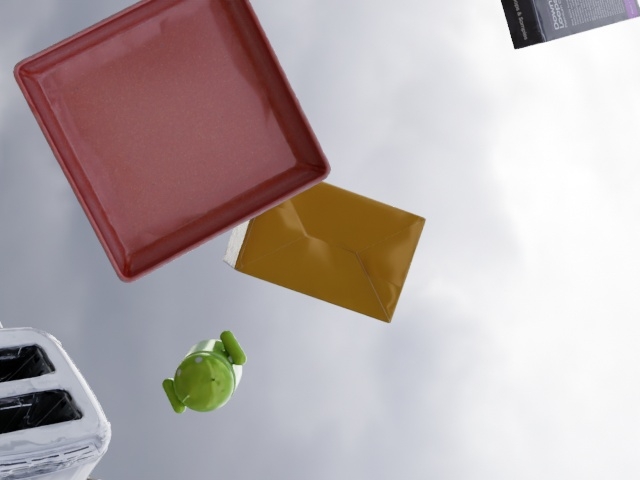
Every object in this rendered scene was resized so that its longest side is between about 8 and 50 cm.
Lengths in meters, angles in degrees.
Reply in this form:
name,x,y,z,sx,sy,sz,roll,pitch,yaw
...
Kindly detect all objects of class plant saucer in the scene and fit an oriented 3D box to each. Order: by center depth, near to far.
name,x,y,z,sx,sy,sz,roll,pitch,yaw
plant saucer,-0.157,-0.126,2.057,0.258,0.259,0.048,64,-11,-10

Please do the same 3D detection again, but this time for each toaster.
name,x,y,z,sx,sy,sz,roll,pitch,yaw
toaster,-0.255,0.146,1.344,0.146,0.227,0.129,-50,-118,31

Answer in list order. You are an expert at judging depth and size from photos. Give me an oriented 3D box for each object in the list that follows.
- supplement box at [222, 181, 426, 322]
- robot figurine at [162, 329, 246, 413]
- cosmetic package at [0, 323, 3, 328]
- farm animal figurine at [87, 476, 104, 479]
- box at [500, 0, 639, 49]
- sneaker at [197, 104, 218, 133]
name,x,y,z,sx,sy,sz,roll,pitch,yaw
supplement box,0.000,0.000,2.279,0.194,0.191,0.129,-162,-88,-83
robot figurine,-0.122,0.147,2.109,0.067,0.101,0.115,52,12,-5
cosmetic package,-0.354,0.274,2.172,0.197,0.155,0.365,83,-20,-47
farm animal figurine,-0.303,0.304,1.601,0.172,0.327,0.330,21,-106,49
box,0.164,-0.198,1.340,0.029,0.162,0.116,-14,-86,33
sneaker,-0.115,-0.127,2.174,0.075,0.170,0.063,28,-89,26
